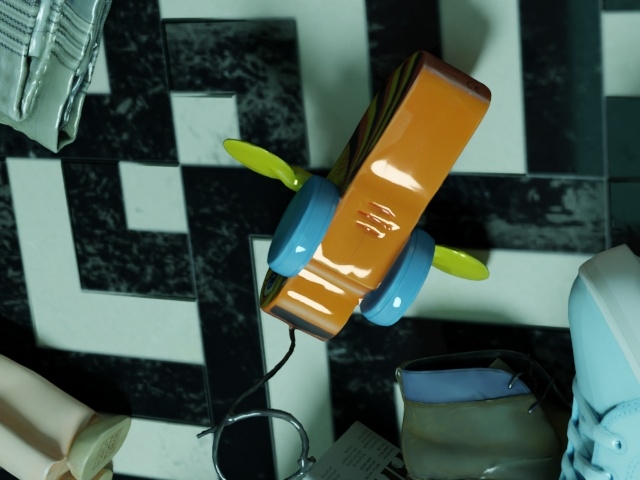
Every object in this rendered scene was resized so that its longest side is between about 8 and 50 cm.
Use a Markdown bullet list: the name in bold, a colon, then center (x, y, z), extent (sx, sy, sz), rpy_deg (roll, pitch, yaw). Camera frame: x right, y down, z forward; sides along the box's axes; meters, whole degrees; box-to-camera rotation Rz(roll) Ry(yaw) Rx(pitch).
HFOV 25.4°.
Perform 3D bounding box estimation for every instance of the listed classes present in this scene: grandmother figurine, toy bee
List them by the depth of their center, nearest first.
- **toy bee**: center (0.000, 0.000, 0.983), extent (0.298, 0.162, 0.195), rpy_deg (-40, 105, 1)
- **grandmother figurine**: center (-0.329, 0.110, 1.211), extent (0.342, 0.104, 0.208), rpy_deg (27, 110, 13)

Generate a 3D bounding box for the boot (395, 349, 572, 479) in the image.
- **boot**: center (0.153, 0.124, 0.978), extent (0.219, 0.082, 0.106), rpy_deg (-11, 99, 21)

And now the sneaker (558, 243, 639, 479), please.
- **sneaker**: center (0.181, 0.187, 0.868), extent (0.150, 0.135, 0.366), rpy_deg (-16, 105, 0)

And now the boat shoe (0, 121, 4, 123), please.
- **boat shoe**: center (-0.261, -0.123, 1.122), extent (0.133, 0.042, 0.049), rpy_deg (20, 119, 21)

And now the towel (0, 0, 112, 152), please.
- **towel**: center (-0.271, -0.265, 1.042), extent (0.324, 0.056, 0.312), rpy_deg (28, 112, 20)

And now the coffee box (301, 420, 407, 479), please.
- **coffee box**: center (0.082, 0.271, 1.058), extent (0.246, 0.098, 0.141), rpy_deg (32, 120, 13)
